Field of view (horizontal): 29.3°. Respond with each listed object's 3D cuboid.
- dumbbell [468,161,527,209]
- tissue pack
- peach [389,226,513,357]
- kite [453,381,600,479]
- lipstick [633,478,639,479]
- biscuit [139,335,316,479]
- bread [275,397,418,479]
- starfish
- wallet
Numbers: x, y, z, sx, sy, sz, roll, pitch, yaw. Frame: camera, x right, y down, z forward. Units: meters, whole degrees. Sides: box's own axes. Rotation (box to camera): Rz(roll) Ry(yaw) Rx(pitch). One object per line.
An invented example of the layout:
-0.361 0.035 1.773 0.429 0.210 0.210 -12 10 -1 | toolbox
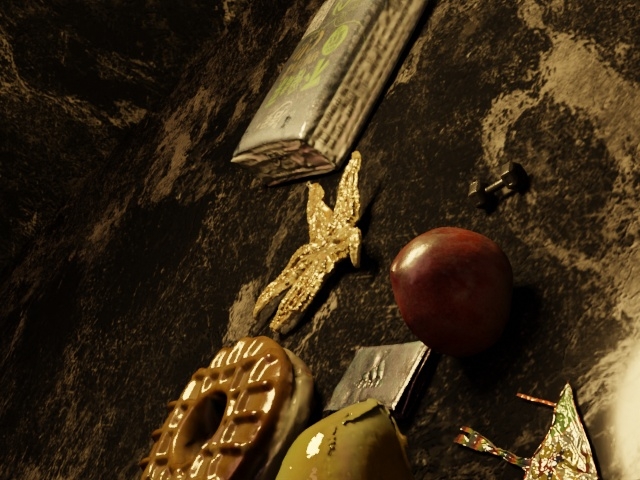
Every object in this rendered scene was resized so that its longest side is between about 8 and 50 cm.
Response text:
0.235 -0.072 1.624 0.083 0.036 0.040 -32 32 40 | dumbbell
0.014 -0.300 2.284 0.288 0.124 0.394 -11 46 61 | tissue pack
0.147 0.059 1.457 0.152 0.152 0.152 -42 24 24 | peach
0.205 0.230 1.267 0.198 0.006 0.244 -59 23 -15 | kite
0.261 0.244 1.070 0.264 0.059 0.059 -31 31 41 | lipstick
-0.136 0.284 1.725 0.332 0.103 0.332 -41 24 23 | biscuit
0.013 0.297 1.345 0.158 0.156 0.260 -33 28 35 | bread
0.004 0.002 1.933 0.299 0.060 0.302 -34 34 50 | starfish
0.077 0.179 1.563 0.166 0.030 0.111 -12 40 56 | wallet
